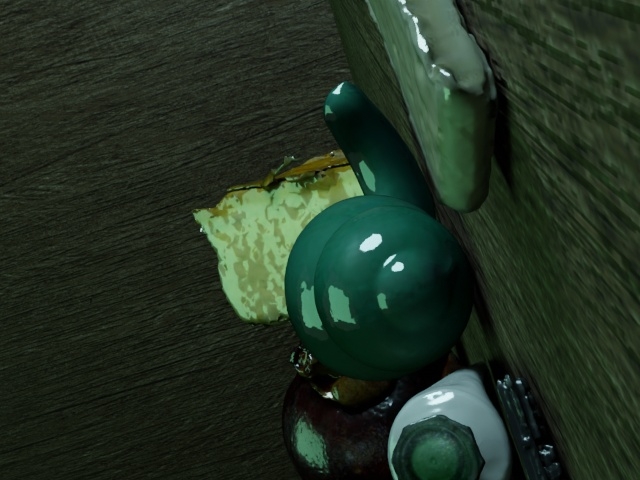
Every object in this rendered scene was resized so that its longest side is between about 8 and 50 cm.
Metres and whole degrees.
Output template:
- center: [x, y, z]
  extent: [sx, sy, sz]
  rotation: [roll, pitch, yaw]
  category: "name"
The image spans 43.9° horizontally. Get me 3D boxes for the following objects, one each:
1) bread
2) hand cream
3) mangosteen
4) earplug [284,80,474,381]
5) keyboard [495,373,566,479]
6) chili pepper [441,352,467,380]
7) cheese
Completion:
- center: [0.000, 0.000, 1.088]
  extent: [0.279, 0.315, 0.249]
  rotation: [-148, 38, -81]
  category: "bread"
- center: [0.118, 0.149, 0.599]
  extent: [0.336, 0.076, 0.121]
  rotation: [25, -129, -69]
  category: "hand cream"
- center: [0.077, 0.249, 1.199]
  extent: [0.293, 0.297, 0.297]
  rotation: [55, -176, 1]
  category: "mangosteen"
- center: [0.062, -0.002, 0.708]
  extent: [0.280, 0.163, 0.258]
  rotation: [-145, 73, -78]
  category: "earplug"
- center: [0.152, 0.192, 0.466]
  extent: [0.072, 0.023, 0.231]
  rotation: [45, -152, -66]
  category: "keyboard"
- center: [0.161, 0.204, 0.798]
  extent: [0.050, 0.059, 0.191]
  rotation: [5, -115, -76]
  category: "chili pepper"
- center: [0.026, -0.188, 0.447]
  extent: [0.085, 0.034, 0.400]
  rotation: [74, -179, -52]
  category: "cheese"
